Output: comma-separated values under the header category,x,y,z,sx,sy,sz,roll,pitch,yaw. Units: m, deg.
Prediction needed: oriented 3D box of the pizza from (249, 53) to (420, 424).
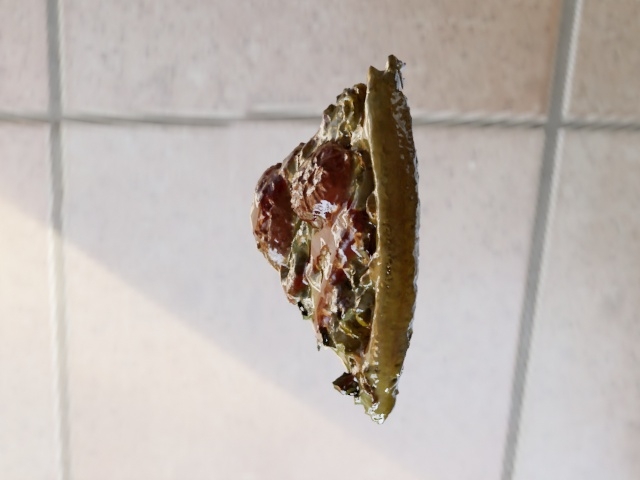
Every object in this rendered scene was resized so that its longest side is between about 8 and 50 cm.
category,x,y,z,sx,sy,sz,roll,pitch,yaw
pizza,0.006,0.007,0.598,0.029,0.099,0.100,-2,160,-23
